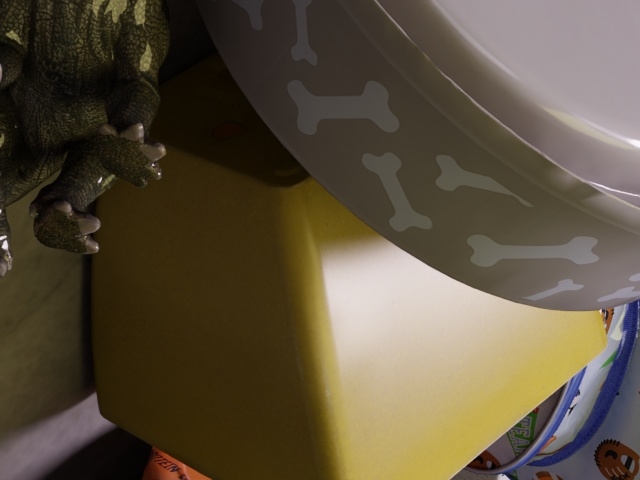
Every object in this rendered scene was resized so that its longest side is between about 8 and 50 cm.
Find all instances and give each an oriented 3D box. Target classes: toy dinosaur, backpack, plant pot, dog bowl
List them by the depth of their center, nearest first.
[{"bbox_3d":[-0.111,-0.075,0.784,0.313,0.121,0.160,104,1,-49],"label":"toy dinosaur"},{"bbox_3d":[0.088,-0.119,0.836,0.349,0.349,0.102,-14,156,-48],"label":"dog bowl"},{"bbox_3d":[0.000,0.000,0.941,0.212,0.212,0.187,-35,129,-31],"label":"plant pot"},{"bbox_3d":[0.162,0.043,1.123,0.213,0.263,0.276,-18,132,-45],"label":"backpack"}]

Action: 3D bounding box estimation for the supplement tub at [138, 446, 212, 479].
[{"bbox_3d":[-0.054,0.266,1.092,0.193,0.193,0.316,-19,133,-44],"label":"supplement tub"}]

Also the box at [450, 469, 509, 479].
[{"bbox_3d":[0.127,0.189,1.362,0.130,0.091,0.170,-20,132,-45],"label":"box"}]
